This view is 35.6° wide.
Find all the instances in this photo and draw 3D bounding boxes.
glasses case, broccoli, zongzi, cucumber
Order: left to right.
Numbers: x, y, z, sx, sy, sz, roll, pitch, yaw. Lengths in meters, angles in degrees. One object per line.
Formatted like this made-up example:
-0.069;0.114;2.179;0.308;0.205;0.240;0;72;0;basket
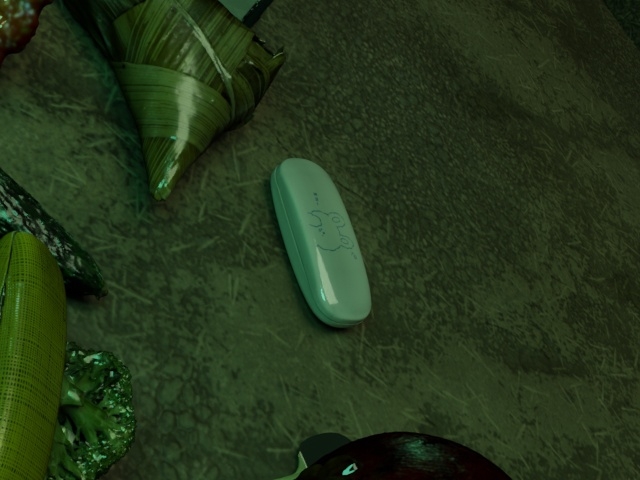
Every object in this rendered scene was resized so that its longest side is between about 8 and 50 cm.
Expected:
-0.320;-0.040;0.962;0.293;0.067;0.067;46;39;-9;cucumber
-0.232;0.101;0.748;0.079;0.064;0.234;76;9;-53;glasses case
-0.231;0.153;0.845;0.146;0.138;0.162;9;55;5;broccoli
-0.213;-0.203;1.158;0.286;0.134;0.288;37;48;-7;zongzi
0.000;0.000;1.245;0.092;0.059;0.233;8;56;-42;glasses case

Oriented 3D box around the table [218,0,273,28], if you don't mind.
-0.083;-0.473;1.373;0.222;0.272;0.335;41;40;-13;table

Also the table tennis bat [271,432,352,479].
-0.003;0.254;1.077;0.156;0.013;0.087;-3;63;-46;table tennis bat

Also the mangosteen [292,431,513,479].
0.074;0.325;0.891;0.311;0.311;0.311;25;45;-28;mangosteen

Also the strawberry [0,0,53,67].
-0.384;-0.278;1.038;0.234;0.234;0.178;41;8;-12;strawberry
